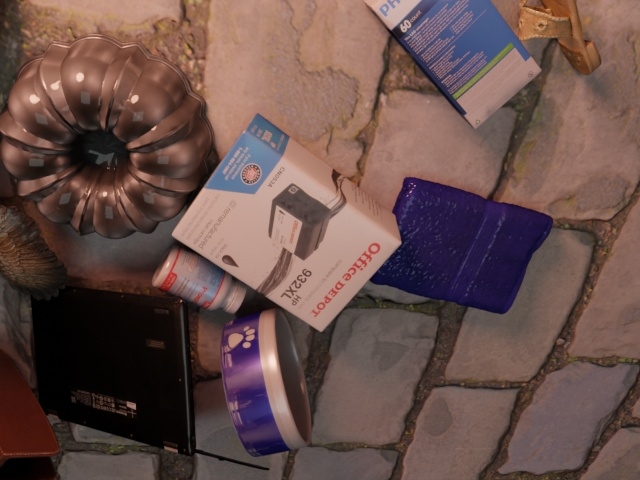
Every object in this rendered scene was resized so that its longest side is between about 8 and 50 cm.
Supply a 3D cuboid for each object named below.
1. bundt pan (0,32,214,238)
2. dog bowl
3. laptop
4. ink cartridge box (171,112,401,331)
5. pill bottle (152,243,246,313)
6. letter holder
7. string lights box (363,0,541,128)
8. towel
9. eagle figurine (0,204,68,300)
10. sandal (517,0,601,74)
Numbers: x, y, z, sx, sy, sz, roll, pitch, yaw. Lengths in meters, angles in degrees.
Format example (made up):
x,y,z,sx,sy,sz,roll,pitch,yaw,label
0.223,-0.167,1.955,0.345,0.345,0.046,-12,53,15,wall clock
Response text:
x,y,z,sx,sy,sz,roll,pitch,yaw,label
-0.334,-0.139,0.833,0.330,0.124,0.331,-3,121,-6,bundt pan
-0.100,0.269,1.027,0.104,0.265,0.265,-14,122,4,dog bowl
-0.326,0.273,1.042,0.382,0.236,0.408,2,98,27,laptop
-0.052,-0.025,0.904,0.307,0.129,0.223,35,111,-13,ink cartridge box
-0.223,0.078,0.999,0.160,0.087,0.087,27,115,-21,pill bottle
-0.598,0.349,1.006,0.152,0.302,0.214,-54,148,2,letter holder
0.203,-0.312,0.818,0.133,0.077,0.259,-41,117,17,string lights box
0.263,0.012,1.032,0.308,0.076,0.228,14,112,-14,towel
-0.556,0.001,0.839,0.226,0.225,0.298,-9,102,7,eagle figurine
0.345,-0.326,0.820,0.079,0.088,0.240,-43,122,12,sandal
